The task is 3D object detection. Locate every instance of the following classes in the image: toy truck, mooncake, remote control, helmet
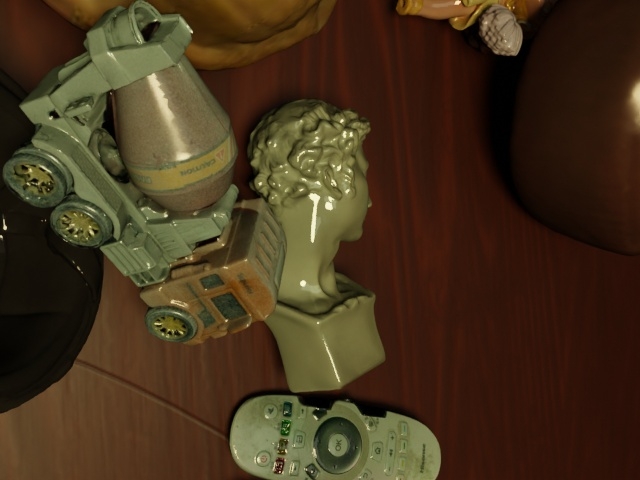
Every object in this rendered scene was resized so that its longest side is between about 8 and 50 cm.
[{"bbox_3d":[-0.109,-0.038,0.466,0.108,0.140,0.256,-82,149,-48],"label":"toy truck"},{"bbox_3d":[0.367,-0.142,0.736,0.334,0.174,0.325,-22,123,-37],"label":"mooncake"},{"bbox_3d":[0.022,0.219,0.670,0.256,0.045,0.097,20,67,-24],"label":"remote control"},{"bbox_3d":[-0.285,-0.009,0.418,0.278,0.161,0.230,66,24,-19],"label":"helmet"}]

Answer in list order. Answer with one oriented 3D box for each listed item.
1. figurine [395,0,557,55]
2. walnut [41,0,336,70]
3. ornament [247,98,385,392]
[{"bbox_3d":[0.197,-0.287,0.724,0.240,0.116,0.174,-7,91,-36],"label":"figurine"},{"bbox_3d":[-0.111,-0.286,0.454,0.344,0.306,0.306,46,69,-28],"label":"walnut"},{"bbox_3d":[-0.012,0.005,0.608,0.130,0.120,0.285,3,87,-50],"label":"ornament"}]
